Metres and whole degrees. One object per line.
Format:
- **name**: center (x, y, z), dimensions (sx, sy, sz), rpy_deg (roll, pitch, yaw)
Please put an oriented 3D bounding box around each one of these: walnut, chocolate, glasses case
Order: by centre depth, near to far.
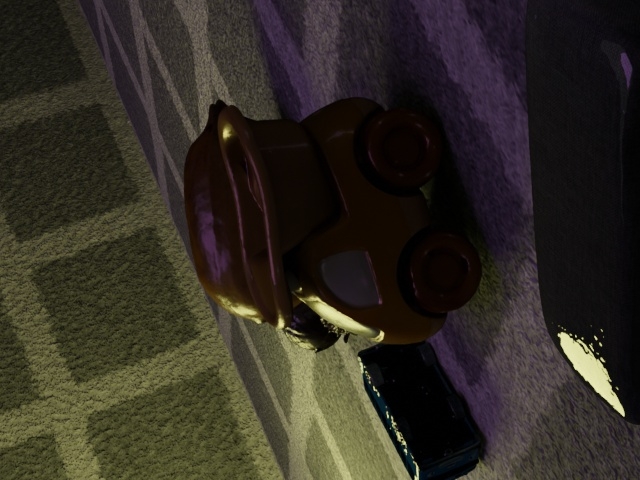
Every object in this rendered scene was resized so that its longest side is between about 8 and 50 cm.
- **glasses case**: center (0.199, -0.025, 0.838), dimensions (0.131, 0.074, 0.323), rpy_deg (-124, 18, -50)
- **walnut**: center (-0.105, -0.046, 1.856), dimensions (0.209, 0.209, 0.336), rpy_deg (-174, 69, -77)
- **chocolate**: center (-0.039, 0.086, 1.998), dimensions (0.248, 0.110, 0.110), rpy_deg (-123, 17, -54)

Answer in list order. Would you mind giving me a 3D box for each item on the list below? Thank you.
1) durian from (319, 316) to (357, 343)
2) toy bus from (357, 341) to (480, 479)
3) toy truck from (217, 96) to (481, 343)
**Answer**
- **durian**: center (0.035, 0.101, 1.750), dimensions (0.080, 0.080, 0.091), rpy_deg (-147, 60, -70)
- **toy bus**: center (0.122, 0.213, 1.539), dimensions (0.106, 0.090, 0.185), rpy_deg (83, 164, -49)
- **toy truck**: center (0.025, -0.022, 1.293), dimensions (0.204, 0.211, 0.288), rpy_deg (177, 76, -79)
